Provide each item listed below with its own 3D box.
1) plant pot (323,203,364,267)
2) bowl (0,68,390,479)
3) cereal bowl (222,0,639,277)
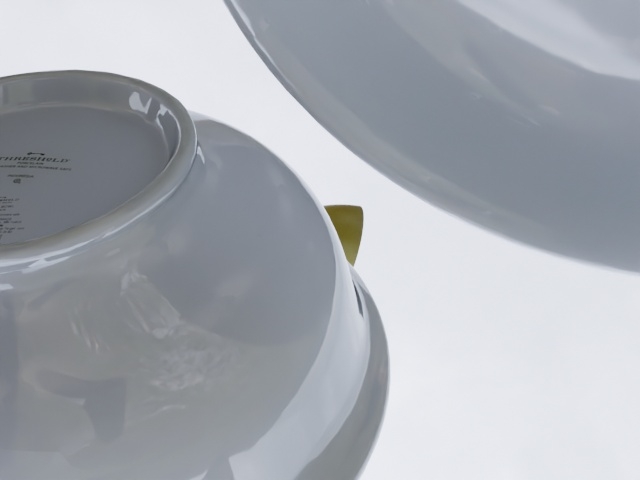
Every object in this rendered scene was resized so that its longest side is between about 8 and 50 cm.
[{"bbox_3d":[0.000,0.000,1.346,0.095,0.134,0.134,14,-145,-11],"label":"plant pot"},{"bbox_3d":[-0.118,0.015,0.387,0.297,0.134,0.298,-3,-143,2],"label":"bowl"},{"bbox_3d":[0.119,-0.134,0.348,0.338,0.339,0.141,29,-115,7],"label":"cereal bowl"}]
